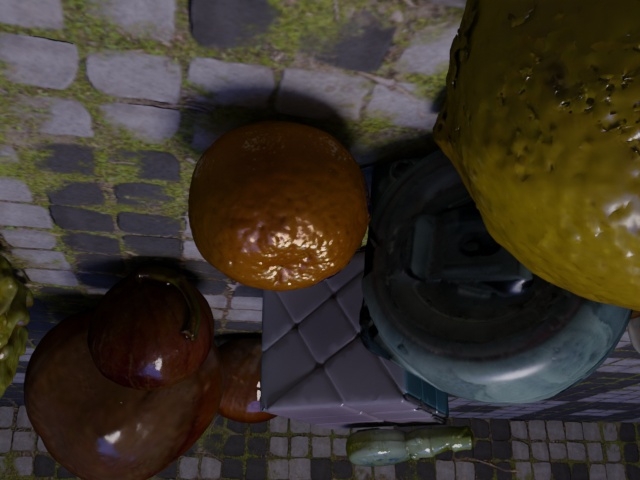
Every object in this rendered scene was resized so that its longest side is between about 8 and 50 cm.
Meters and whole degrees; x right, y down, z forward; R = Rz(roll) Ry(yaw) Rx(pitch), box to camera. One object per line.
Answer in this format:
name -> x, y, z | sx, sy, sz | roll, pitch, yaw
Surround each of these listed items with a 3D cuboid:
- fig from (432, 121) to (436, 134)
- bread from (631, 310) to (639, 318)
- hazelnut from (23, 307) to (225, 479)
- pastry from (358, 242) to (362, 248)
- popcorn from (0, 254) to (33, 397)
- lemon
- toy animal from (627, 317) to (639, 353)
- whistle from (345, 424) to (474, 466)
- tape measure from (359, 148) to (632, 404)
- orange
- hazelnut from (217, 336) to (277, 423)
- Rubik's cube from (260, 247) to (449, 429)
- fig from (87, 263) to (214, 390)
fig -> 0.140, -0.099, 0.588 | 0.088, 0.074, 0.074 | 13, 169, 37
bread -> 0.349, 0.015, 0.799 | 0.230, 0.123, 0.230 | 4, 155, 2
hazelnut -> -0.357, 0.269, 1.219 | 0.372, 0.315, 0.372 | 20, 180, 0
pastry -> 0.000, 0.000, 0.854 | 0.109, 0.057, 0.097 | 2, 163, 0
popcorn -> -0.516, 0.132, 0.957 | 0.173, 0.225, 0.286 | 3, 159, -17
lemon -> 0.218, -0.085, 0.370 | 0.310, 0.258, 0.258 | 6, 161, 22
toy animal -> 0.661, 0.192, 1.109 | 0.182, 0.247, 0.310 | 22, 138, -9
whistle -> 0.135, 0.309, 1.019 | 0.198, 0.057, 0.104 | -15, 149, 18
tape measure -> 0.158, 0.027, 0.648 | 0.275, 0.256, 0.147 | -5, 158, 27
orange -> -0.039, -0.033, 0.637 | 0.177, 0.155, 0.177 | -7, 160, -3
hazelnut -> -0.146, 0.298, 1.437 | 0.214, 0.176, 0.214 | -8, 132, -8
Rubik's cube -> 0.056, 0.159, 1.012 | 0.221, 0.231, 0.224 | -10, 157, 24
fig -> -0.252, 0.127, 1.011 | 0.205, 0.205, 0.205 | 0, 158, 0
